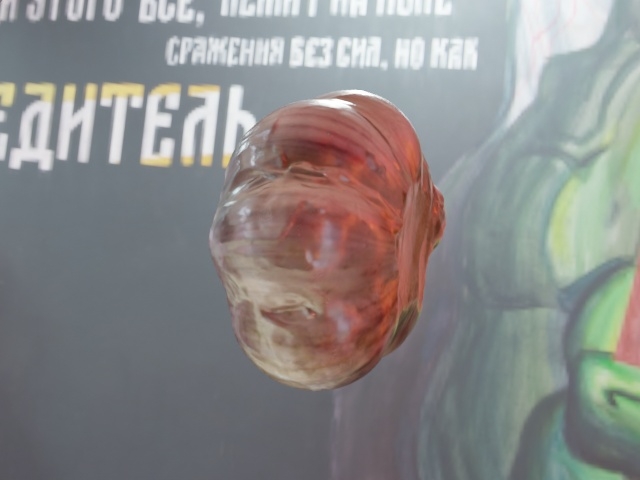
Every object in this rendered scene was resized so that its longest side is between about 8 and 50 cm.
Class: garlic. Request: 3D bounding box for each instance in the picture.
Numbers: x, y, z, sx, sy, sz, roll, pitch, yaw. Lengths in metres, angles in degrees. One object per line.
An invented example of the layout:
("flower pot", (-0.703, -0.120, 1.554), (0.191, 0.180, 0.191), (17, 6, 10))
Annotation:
("garlic", (0.000, 0.000, 0.480), (0.102, 0.159, 0.147), (6, -50, 19))
